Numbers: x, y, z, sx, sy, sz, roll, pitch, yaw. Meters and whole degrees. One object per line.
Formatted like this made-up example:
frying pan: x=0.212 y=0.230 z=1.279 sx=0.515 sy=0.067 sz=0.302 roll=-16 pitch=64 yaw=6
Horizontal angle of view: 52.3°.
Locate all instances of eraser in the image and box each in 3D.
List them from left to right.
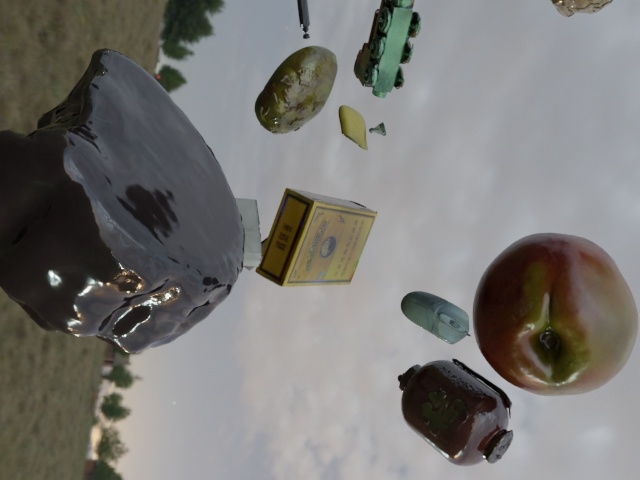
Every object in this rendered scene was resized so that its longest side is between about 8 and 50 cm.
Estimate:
eraser: x=-0.222 y=-0.024 z=1.137 sx=0.157 sy=0.230 sz=0.038 roll=-102 pitch=-159 yaw=-49

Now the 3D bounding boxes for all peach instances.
peach: x=0.437 y=0.132 z=1.212 sx=0.332 sy=0.308 sz=0.307 roll=-28 pitch=142 yaw=-54

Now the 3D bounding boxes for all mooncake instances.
mooncake: x=-0.260 y=-0.040 z=0.845 sx=0.212 sy=0.350 sz=0.381 roll=-37 pitch=-167 yaw=20

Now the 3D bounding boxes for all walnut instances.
walnut: x=0.620 y=-0.632 z=1.546 sx=0.198 sy=0.245 sz=0.198 roll=9 pitch=-73 yaw=32

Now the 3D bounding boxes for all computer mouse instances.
computer mouse: x=0.344 y=0.225 z=1.929 sx=0.113 sy=0.229 sz=0.068 roll=-61 pitch=167 yaw=-13

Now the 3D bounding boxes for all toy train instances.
toy train: x=0.109 y=-0.333 z=1.092 sx=0.118 sy=0.074 sz=0.175 roll=-108 pitch=-156 yaw=-50

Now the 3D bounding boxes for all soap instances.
soap: x=0.086 y=-0.298 z=1.731 sx=0.033 sy=0.089 sz=0.168 roll=-48 pitch=-151 yaw=40

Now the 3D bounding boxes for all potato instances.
potato: x=-0.060 y=-0.420 z=1.816 sx=0.298 sy=0.176 sz=0.141 roll=-48 pitch=-128 yaw=-7

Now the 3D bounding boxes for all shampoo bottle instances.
shampoo bottle: x=-0.046 y=-0.623 z=1.790 sx=0.048 sy=0.027 sz=0.137 roll=-64 pitch=154 yaw=-49

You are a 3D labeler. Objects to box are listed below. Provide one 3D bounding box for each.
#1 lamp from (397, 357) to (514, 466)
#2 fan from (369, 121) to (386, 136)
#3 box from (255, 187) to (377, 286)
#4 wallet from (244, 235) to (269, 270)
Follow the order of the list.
lamp: x=0.271 y=0.340 z=1.324 sx=0.258 sy=0.180 sz=0.180 roll=36 pitch=-60 yaw=38
fan: x=0.162 y=-0.315 z=1.863 sx=0.193 sy=0.016 sz=0.038 roll=-122 pitch=-164 yaw=-81
box: x=0.000 y=0.000 z=1.443 sx=0.084 sy=0.301 sz=0.192 roll=25 pitch=-80 yaw=28
wallet: x=-0.142 y=0.020 z=1.783 sx=0.026 sy=0.176 sz=0.095 roll=56 pitch=4 yaw=21
